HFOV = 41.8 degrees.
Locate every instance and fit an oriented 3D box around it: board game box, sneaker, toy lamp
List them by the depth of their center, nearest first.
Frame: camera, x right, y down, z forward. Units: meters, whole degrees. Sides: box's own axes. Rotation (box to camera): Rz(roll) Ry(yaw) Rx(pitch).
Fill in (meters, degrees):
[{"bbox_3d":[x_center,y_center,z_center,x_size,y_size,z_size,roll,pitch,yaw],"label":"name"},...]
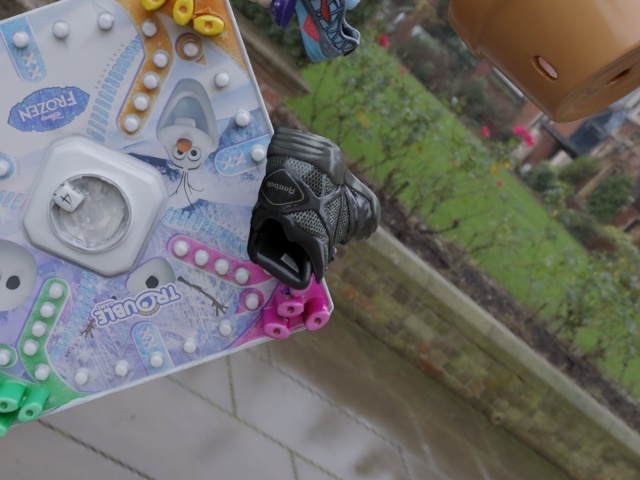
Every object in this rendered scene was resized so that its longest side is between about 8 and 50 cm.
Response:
[{"bbox_3d":[-0.008,-0.013,0.815,0.087,0.130,0.227,18,-7,18],"label":"sneaker"},{"bbox_3d":[-0.225,-0.027,0.821,0.050,0.390,0.390,-108,180,-73],"label":"board game box"},{"bbox_3d":[-0.173,-0.438,1.380,0.275,0.080,0.080,23,13,4],"label":"toy lamp"},{"bbox_3d":[0.010,-0.457,1.539,0.104,0.125,0.262,-81,160,-44],"label":"sneaker"}]

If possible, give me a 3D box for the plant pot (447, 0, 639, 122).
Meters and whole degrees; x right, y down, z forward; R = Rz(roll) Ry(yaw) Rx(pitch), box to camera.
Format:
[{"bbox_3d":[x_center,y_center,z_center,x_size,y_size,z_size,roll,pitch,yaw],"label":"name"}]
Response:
[{"bbox_3d":[0.346,-0.295,1.117,0.203,0.291,0.291,62,18,15],"label":"plant pot"}]
